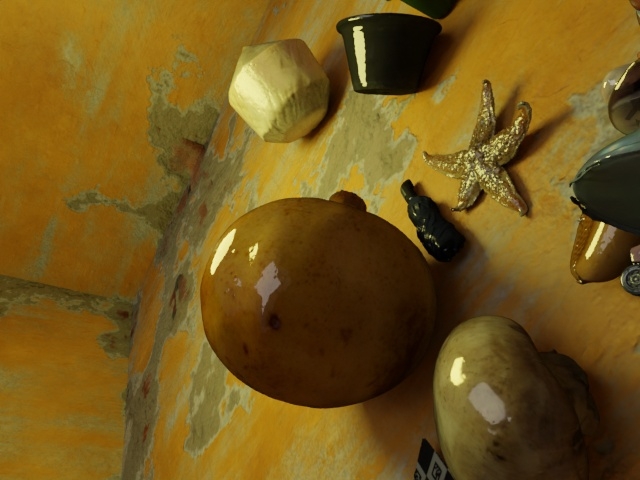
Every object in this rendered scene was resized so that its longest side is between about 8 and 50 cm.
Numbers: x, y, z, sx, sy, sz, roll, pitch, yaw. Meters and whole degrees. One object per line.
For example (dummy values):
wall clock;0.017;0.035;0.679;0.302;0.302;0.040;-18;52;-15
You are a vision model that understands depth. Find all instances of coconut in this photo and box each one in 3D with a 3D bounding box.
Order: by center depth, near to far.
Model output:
coconut;-0.136;-0.467;1.460;0.328;0.328;0.329;-37;44;46

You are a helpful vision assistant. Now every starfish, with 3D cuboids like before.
starfish;0.282;-0.161;0.846;0.295;0.047;0.232;-130;52;-59

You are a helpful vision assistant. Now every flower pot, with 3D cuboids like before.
flower pot;0.150;-0.407;1.080;0.235;0.235;0.148;22;114;61

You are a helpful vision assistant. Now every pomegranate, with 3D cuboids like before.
pomegranate;-0.001;0.098;0.858;0.416;0.416;0.417;-37;44;46

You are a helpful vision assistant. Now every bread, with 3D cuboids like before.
bread;0.363;-0.032;0.577;0.114;0.077;0.190;6;-80;-85

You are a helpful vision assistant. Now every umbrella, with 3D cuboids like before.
umbrella;0.198;-0.043;0.911;0.071;0.070;0.248;-59;27;22

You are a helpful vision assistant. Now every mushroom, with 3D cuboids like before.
mushroom;0.227;0.216;0.574;0.255;0.183;0.255;172;90;-81

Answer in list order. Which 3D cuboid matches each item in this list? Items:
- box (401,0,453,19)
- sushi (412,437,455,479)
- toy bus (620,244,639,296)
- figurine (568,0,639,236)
box;0.262;-0.678;1.054;0.329;0.177;0.253;-54;31;31
sushi;0.179;0.427;0.670;0.192;0.050;0.216;-151;75;-76
toy bus;0.384;0.092;0.468;0.108;0.096;0.199;-28;52;46
figurine;0.395;-0.191;0.431;0.276;0.248;0.389;-2;65;56
